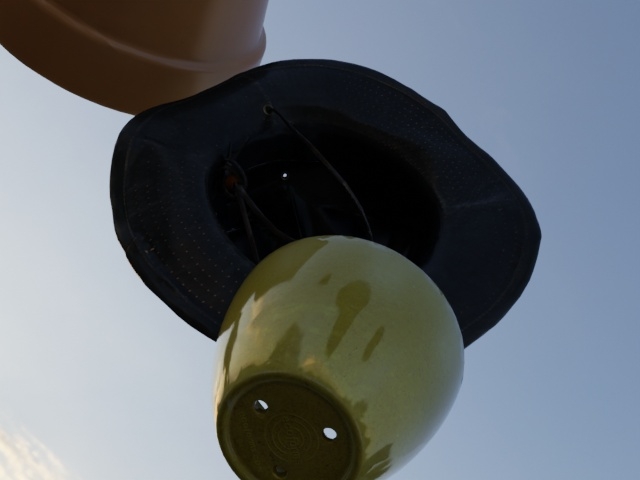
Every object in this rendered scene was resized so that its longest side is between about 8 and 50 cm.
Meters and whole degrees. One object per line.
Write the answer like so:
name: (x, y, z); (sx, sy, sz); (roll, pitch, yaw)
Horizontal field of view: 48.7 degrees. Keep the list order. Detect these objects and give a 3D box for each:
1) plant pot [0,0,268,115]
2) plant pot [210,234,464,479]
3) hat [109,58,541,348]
plant pot: (-0.161, -0.284, 0.681); (0.291, 0.291, 0.203); (37, -54, 3)
plant pot: (-0.001, 0.075, 0.351); (0.134, 0.095, 0.134); (5, -71, 16)
hat: (0.000, 0.000, 0.568); (0.331, 0.331, 0.134); (30, -43, 11)
